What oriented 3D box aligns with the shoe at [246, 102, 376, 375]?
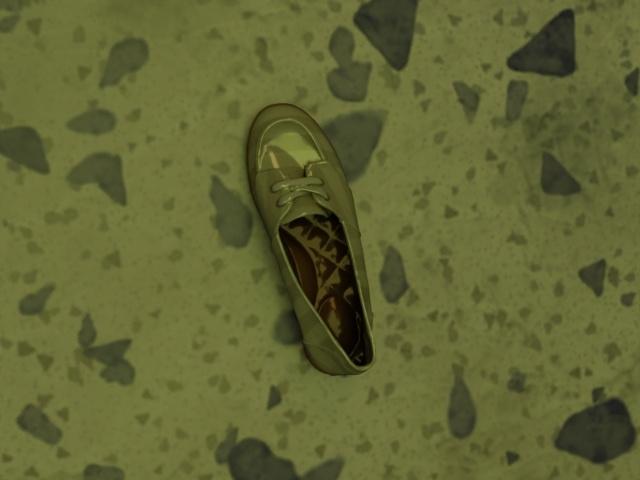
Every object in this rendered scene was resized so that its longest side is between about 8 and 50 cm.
[{"bbox_3d":[0.000,0.000,0.856,0.076,0.058,0.219,-18,97,-12],"label":"shoe"}]
